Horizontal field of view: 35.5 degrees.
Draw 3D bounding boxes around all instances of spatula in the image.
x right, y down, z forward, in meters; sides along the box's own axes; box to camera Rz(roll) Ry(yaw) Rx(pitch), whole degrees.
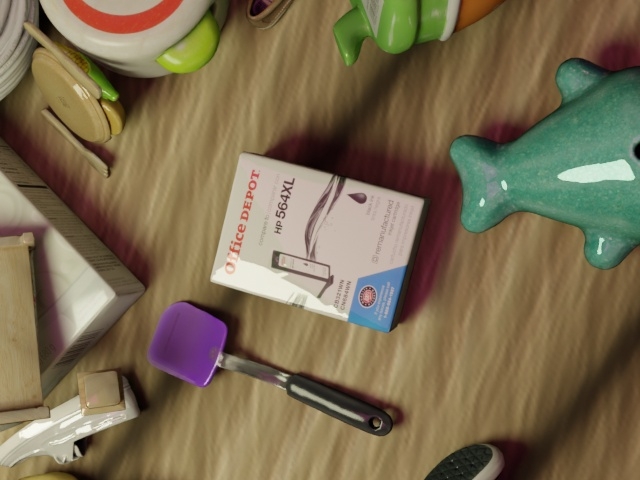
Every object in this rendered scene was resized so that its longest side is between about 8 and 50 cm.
[{"bbox_3d":[-0.057,0.151,1.116,0.297,0.030,0.084,20,93,11],"label":"spatula"}]

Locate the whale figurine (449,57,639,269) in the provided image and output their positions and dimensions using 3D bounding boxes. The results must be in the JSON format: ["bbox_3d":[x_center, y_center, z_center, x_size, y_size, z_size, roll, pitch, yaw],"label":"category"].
[{"bbox_3d":[0.263,-0.076,0.985,0.272,0.141,0.216,-8,90,14],"label":"whale figurine"}]

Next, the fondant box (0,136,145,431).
[{"bbox_3d":[-0.403,0.026,1.154,0.330,0.096,0.238,45,100,9],"label":"fondant box"}]

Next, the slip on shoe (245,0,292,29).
[{"bbox_3d":[-0.040,-0.294,1.093,0.051,0.041,0.135,38,99,9],"label":"slip on shoe"}]

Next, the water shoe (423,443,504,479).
[{"bbox_3d":[0.134,0.304,1.072,0.080,0.073,0.203,39,99,-19],"label":"water shoe"}]

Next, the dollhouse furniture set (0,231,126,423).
[{"bbox_3d":[-0.409,0.060,1.089,0.356,0.174,0.303,-4,78,-15],"label":"dollhouse furniture set"}]

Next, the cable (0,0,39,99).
[{"bbox_3d":[-0.442,-0.249,1.099,0.257,0.089,0.257,-9,70,-13],"label":"cable"}]

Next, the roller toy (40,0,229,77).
[{"bbox_3d":[-0.196,-0.279,1.074,0.191,0.146,0.209,2,88,2],"label":"roller toy"}]

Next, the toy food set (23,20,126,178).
[{"bbox_3d":[-0.263,-0.159,1.093,0.132,0.192,0.038,43,66,10],"label":"toy food set"}]

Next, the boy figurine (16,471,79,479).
[{"bbox_3d":[-0.232,0.359,1.130,0.285,0.092,0.177,26,97,11],"label":"boy figurine"}]

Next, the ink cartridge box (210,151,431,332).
[{"bbox_3d":[0.000,0.000,1.071,0.203,0.086,0.148,15,95,10],"label":"ink cartridge box"}]

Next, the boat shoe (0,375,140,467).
[{"bbox_3d":[-0.291,0.223,1.156,0.184,0.066,0.063,-30,84,2],"label":"boat shoe"}]

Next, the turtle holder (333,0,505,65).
[{"bbox_3d":[0.091,-0.346,0.991,0.228,0.243,0.320,-18,49,-5],"label":"turtle holder"}]
